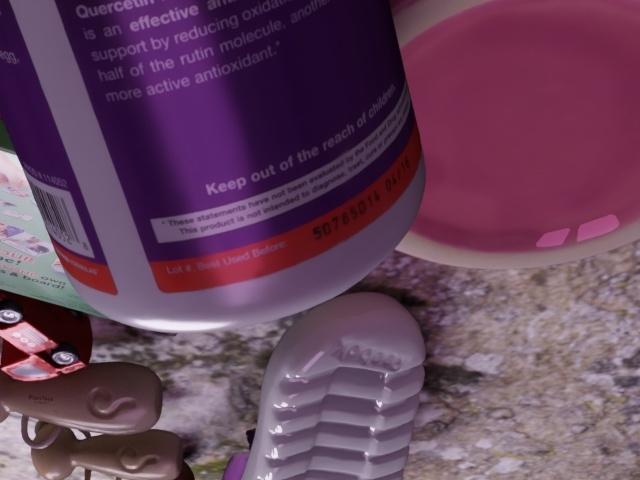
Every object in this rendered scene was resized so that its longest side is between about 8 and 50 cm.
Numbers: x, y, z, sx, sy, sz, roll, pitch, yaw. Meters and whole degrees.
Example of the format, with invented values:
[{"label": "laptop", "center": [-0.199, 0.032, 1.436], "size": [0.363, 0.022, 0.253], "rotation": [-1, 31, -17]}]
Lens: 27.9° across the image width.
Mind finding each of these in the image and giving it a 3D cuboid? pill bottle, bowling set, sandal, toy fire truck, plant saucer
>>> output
[{"label": "pill bottle", "center": [-0.070, -0.132, 0.548], "size": [0.181, 0.181, 0.323], "rotation": [-10, 121, 9]}, {"label": "bowling set", "center": [-0.192, 0.230, 1.049], "size": [0.154, 0.287, 0.200], "rotation": [1, 175, 5]}, {"label": "sandal", "center": [-0.017, 0.187, 1.069], "size": [0.169, 0.102, 0.416], "rotation": [1, 131, -28]}, {"label": "toy fire truck", "center": [-0.268, 0.050, 0.910], "size": [0.135, 0.047, 0.192], "rotation": [-20, 139, 21]}, {"label": "plant saucer", "center": [0.118, -0.089, 0.732], "size": [0.332, 0.084, 0.332], "rotation": [-2, 142, -2]}]

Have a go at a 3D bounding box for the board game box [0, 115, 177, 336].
[{"label": "board game box", "center": [-0.195, -0.029, 0.759], "size": [0.317, 0.046, 0.213], "rotation": [18, 154, -21]}]
